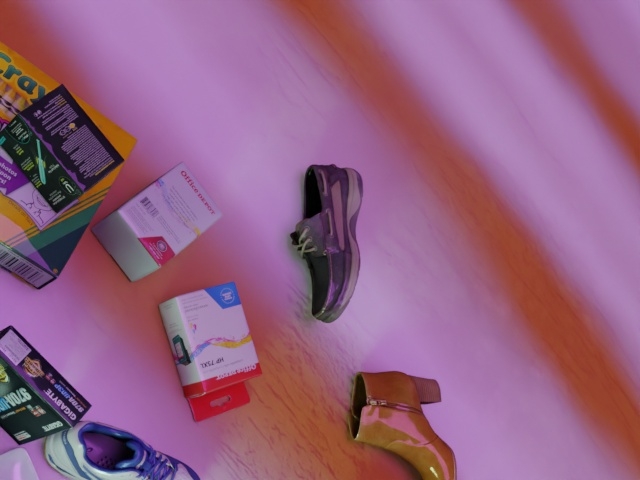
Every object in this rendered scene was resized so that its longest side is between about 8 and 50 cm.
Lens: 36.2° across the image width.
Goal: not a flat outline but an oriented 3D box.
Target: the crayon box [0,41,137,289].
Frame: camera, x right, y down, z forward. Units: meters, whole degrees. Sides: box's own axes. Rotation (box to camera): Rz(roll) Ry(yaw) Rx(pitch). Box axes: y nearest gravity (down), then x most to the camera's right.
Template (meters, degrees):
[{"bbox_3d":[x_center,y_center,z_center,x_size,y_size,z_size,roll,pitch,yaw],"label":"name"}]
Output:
[{"bbox_3d":[-0.542,-0.147,1.660,0.363,0.106,0.313,36,57,-22],"label":"crayon box"}]

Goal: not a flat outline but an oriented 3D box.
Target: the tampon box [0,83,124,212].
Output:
[{"bbox_3d":[-0.426,-0.149,1.601,0.161,0.120,0.101,53,52,-12],"label":"tampon box"}]

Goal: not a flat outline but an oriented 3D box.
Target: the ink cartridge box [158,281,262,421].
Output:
[{"bbox_3d":[-0.197,0.205,1.813,0.134,0.078,0.231,-15,85,-38],"label":"ink cartridge box"}]

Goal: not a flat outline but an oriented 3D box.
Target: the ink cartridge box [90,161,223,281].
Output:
[{"bbox_3d":[-0.297,-0.034,1.786,0.176,0.127,0.128,-42,101,-37],"label":"ink cartridge box"}]

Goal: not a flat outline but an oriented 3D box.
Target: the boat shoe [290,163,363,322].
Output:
[{"bbox_3d":[0.000,0.000,2.007,0.130,0.132,0.355,16,57,-21],"label":"boat shoe"}]

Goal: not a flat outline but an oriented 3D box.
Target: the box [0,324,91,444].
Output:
[{"bbox_3d":[-0.472,0.229,1.517,0.175,0.220,0.051,50,51,-14],"label":"box"}]

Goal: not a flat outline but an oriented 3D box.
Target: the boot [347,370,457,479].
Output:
[{"bbox_3d":[0.159,0.413,2.000,0.211,0.104,0.295,5,67,-29],"label":"boot"}]

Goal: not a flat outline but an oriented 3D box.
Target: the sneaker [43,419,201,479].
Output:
[{"bbox_3d":[-0.313,0.386,1.639,0.296,0.131,0.111,28,59,-28],"label":"sneaker"}]

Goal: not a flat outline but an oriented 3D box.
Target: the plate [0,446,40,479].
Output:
[{"bbox_3d":[-0.508,0.482,1.472,0.277,0.045,0.278,-15,76,-57],"label":"plate"}]
